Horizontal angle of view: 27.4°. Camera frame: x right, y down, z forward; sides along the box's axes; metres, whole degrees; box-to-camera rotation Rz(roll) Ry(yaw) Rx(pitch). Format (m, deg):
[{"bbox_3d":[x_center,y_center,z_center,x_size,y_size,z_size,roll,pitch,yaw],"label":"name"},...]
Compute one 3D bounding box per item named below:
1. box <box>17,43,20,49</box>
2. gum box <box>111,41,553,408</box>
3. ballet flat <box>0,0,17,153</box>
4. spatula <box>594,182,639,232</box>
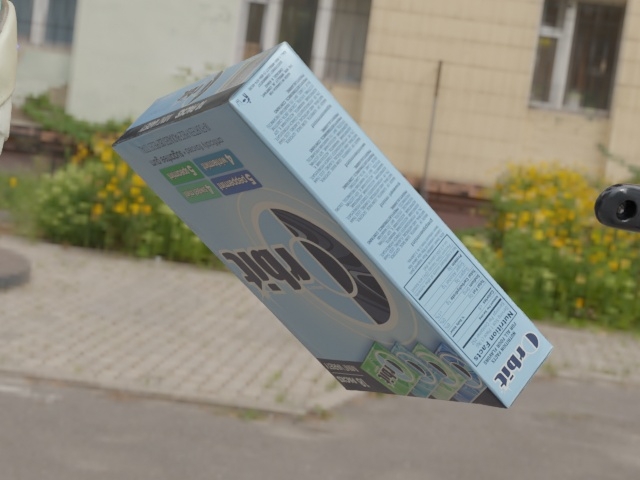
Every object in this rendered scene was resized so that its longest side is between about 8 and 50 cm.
[{"bbox_3d":[-0.351,-0.207,1.134,0.043,0.179,0.105,-19,29,37],"label":"box"},{"bbox_3d":[0.000,0.000,0.620,0.184,0.041,0.157,48,-21,-16],"label":"gum box"},{"bbox_3d":[-0.248,-0.062,0.838,0.086,0.086,0.248,9,43,13],"label":"ballet flat"},{"bbox_3d":[0.286,-0.013,0.866,0.296,0.084,0.030,4,25,-38],"label":"spatula"}]
